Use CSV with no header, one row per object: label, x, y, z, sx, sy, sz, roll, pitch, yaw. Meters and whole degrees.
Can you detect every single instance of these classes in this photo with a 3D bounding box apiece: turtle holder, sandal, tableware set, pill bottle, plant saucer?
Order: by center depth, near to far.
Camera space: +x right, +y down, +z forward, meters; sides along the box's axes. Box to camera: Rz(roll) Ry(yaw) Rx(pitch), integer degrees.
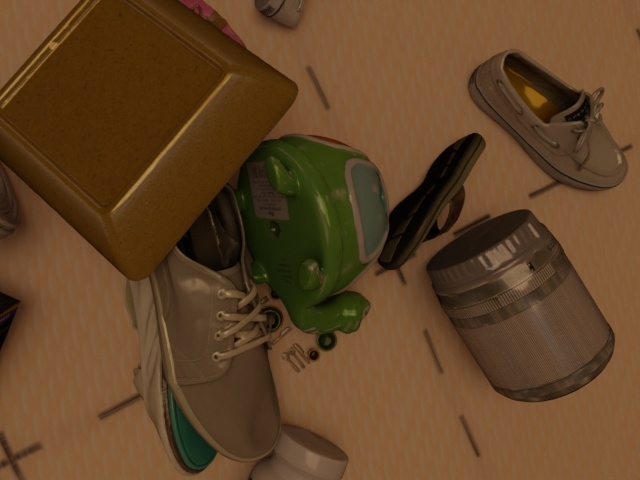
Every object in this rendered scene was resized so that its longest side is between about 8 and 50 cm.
plant saucer,-0.256,-0.175,0.626,0.332,0.081,0.333,38,86,14
turtle holder,0.006,-0.013,0.768,0.227,0.243,0.321,-21,78,-37
pill bottle,-0.063,0.445,0.775,0.153,0.153,0.265,25,83,-9
tableware set,-0.046,0.150,0.858,0.104,0.024,0.154,-39,94,-10
sandal,0.214,-0.063,0.876,0.086,0.120,0.303,43,80,-20

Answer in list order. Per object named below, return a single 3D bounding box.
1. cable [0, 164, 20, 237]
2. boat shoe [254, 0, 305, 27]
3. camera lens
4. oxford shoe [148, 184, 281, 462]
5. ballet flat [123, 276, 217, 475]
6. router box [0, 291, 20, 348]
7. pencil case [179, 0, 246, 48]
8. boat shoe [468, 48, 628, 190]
cable,-0.515,-0.109,0.663,0.089,0.257,0.257,-26,116,-15
boat shoe,-0.042,-0.509,0.867,0.084,0.095,0.258,19,91,-41
camera lens,0.337,0.114,0.833,0.219,0.219,0.274,-34,94,-10
oxford shoe,-0.142,0.114,0.704,0.169,0.130,0.450,-22,99,-52
ballet flat,-0.244,0.159,0.778,0.139,0.139,0.401,-8,85,-11
router box,-0.629,0.133,0.684,0.308,0.081,0.243,28,102,-9
pencil case,-0.274,-0.191,0.758,0.160,0.167,0.386,30,82,14
boat shoe,0.459,-0.229,0.905,0.367,0.156,0.136,39,81,-6
